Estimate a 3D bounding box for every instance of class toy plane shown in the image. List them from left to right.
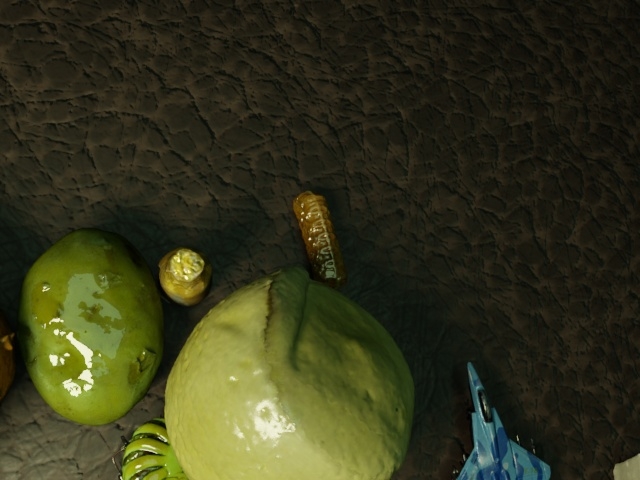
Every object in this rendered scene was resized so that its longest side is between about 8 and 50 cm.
[{"bbox_3d":[0.246,0.303,1.143,0.169,0.078,0.246,-12,75,-16],"label":"toy plane"}]

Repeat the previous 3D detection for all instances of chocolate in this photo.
[{"bbox_3d":[-0.175,0.042,1.018,0.086,0.219,0.085,2,81,-12],"label":"chocolate"}]

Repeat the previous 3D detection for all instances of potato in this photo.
[{"bbox_3d":[-0.296,0.111,1.008,0.186,0.148,0.253,5,74,-16],"label":"potato"}]

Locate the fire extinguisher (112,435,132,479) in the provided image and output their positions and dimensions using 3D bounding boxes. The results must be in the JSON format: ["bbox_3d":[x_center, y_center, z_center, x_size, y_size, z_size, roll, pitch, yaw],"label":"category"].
[{"bbox_3d":[-0.232,0.342,1.040,0.049,0.035,0.173,-31,86,20],"label":"fire extinguisher"}]

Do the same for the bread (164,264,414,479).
[{"bbox_3d":[-0.039,0.199,0.991,0.320,0.237,0.320,25,43,-26],"label":"bread"}]

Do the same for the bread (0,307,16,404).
[{"bbox_3d":[-0.536,0.169,0.895,0.337,0.204,0.358,39,79,12],"label":"bread"}]

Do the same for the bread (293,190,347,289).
[{"bbox_3d":[0.000,0.000,1.162,0.052,0.044,0.157,-15,81,-11],"label":"bread"}]

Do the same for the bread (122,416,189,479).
[{"bbox_3d":[-0.191,0.294,1.016,0.139,0.071,0.130,8,60,-40],"label":"bread"}]

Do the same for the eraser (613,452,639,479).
[{"bbox_3d":[0.504,0.490,1.105,0.144,0.078,0.343,19,52,-9],"label":"eraser"}]
